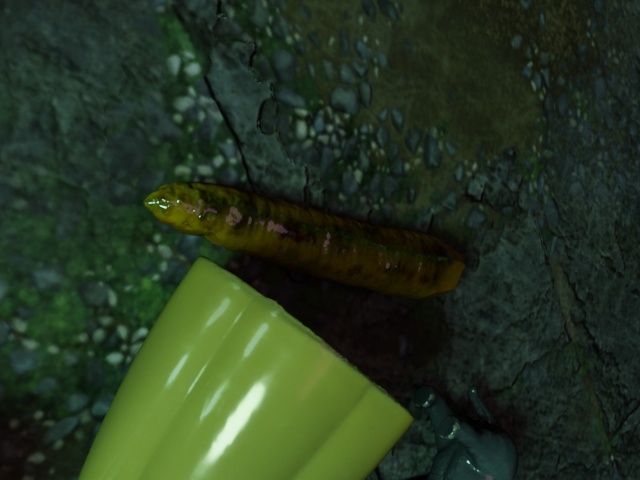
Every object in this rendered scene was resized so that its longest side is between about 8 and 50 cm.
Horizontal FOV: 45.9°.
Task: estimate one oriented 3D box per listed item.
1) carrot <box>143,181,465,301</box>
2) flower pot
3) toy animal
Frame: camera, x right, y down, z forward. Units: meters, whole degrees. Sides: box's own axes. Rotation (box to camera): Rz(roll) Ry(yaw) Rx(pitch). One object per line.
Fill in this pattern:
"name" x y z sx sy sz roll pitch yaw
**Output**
"carrot" 0.000 0.000 0.632 0.314 0.066 0.066 15 83 -36
"flower pot" -0.063 0.135 0.526 0.195 0.195 0.179 42 81 -30
"toy animal" 0.106 0.266 0.710 0.137 0.082 0.269 33 71 -32
